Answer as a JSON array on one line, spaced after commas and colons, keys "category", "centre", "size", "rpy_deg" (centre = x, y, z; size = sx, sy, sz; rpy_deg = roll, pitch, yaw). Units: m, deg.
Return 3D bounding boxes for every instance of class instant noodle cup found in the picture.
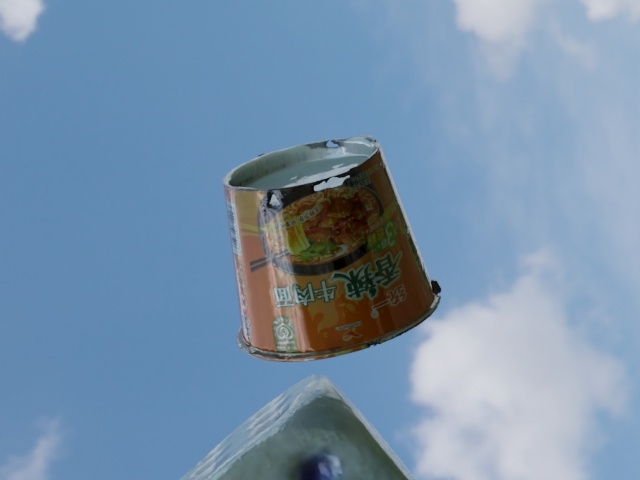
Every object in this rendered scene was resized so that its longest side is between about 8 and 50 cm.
[{"category": "instant noodle cup", "centre": [0.000, 0.000, 1.391], "size": [0.230, 0.230, 0.182], "rpy_deg": [-37, -62, -53]}]

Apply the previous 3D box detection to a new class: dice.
[{"category": "dice", "centre": [-0.017, 0.334, 1.559], "size": [0.262, 0.265, 0.268], "rpy_deg": [51, 179, 0]}]
